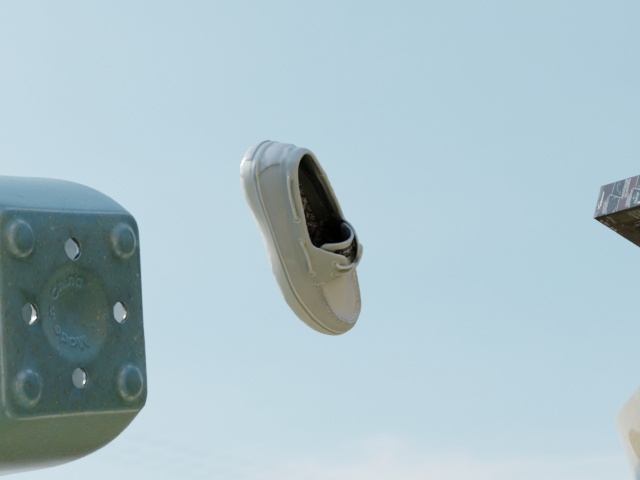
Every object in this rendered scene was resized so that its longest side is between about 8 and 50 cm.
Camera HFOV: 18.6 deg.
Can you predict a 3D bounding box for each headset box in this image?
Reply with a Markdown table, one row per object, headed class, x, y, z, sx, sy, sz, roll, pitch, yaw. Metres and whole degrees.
| class | x | y | z | sx | sy | sz | roll | pitch | yaw |
| --- | --- | --- | --- | --- | --- | --- | --- | --- | --- |
| headset box | 0.265 | -0.025 | 1.521 | 0.062 | 0.032 | 0.083 | 30 | -26 | -28 |

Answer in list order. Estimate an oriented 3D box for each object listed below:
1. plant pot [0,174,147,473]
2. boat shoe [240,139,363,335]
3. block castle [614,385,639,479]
| class | x | y | z | sx | sy | sz | roll | pitch | yaw |
| --- | --- | --- | --- | --- | --- | --- | --- | --- | --- |
| plant pot | -0.267 | 0.062 | 1.436 | 0.252 | 0.247 | 0.248 | -6 | -4 | 37 |
| boat shoe | 0.000 | 0.000 | 1.537 | 0.063 | 0.066 | 0.184 | 4 | -55 | 40 |
| block castle | 0.439 | 0.224 | 1.321 | 0.453 | 0.213 | 0.303 | -12 | -62 | 2 |
